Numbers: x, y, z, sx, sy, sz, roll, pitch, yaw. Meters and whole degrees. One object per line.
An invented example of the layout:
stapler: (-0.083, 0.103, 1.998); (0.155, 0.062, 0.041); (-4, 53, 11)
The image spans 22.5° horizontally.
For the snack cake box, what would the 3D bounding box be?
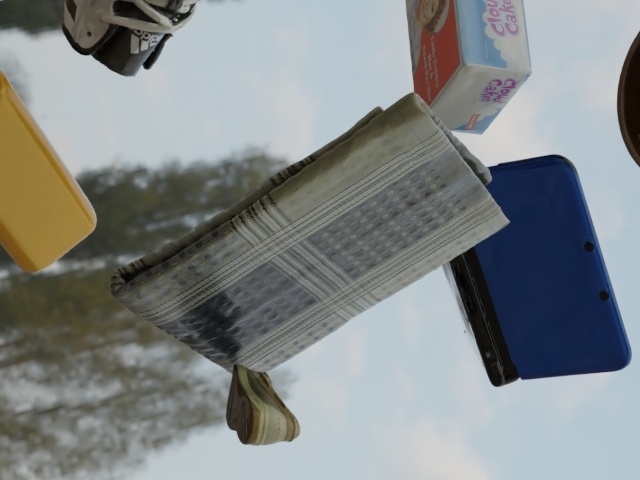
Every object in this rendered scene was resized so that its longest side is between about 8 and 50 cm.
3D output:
snack cake box: (0.168, -0.277, 1.888); (0.152, 0.089, 0.264); (129, -37, -59)

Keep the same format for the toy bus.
toy bus: (-0.349, -0.108, 1.638); (0.130, 0.108, 0.333); (47, -10, 32)

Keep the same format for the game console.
game console: (0.244, 0.018, 2.009); (0.250, 0.173, 0.293); (-108, 179, -71)

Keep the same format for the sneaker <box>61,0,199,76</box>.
sneaker: (-0.115, -0.274, 1.636); (0.447, 0.169, 0.257); (26, -77, 49)

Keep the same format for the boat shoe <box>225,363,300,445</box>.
boat shoe: (-0.055, 0.152, 1.476); (0.153, 0.048, 0.056); (-146, -116, -76)

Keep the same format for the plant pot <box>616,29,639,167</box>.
plant pot: (0.355, -0.109, 1.296); (0.167, 0.165, 0.167); (-11, -106, 45)

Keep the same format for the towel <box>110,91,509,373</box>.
towel: (0.000, 0.000, 1.461); (0.056, 0.324, 0.312); (63, 9, 26)
